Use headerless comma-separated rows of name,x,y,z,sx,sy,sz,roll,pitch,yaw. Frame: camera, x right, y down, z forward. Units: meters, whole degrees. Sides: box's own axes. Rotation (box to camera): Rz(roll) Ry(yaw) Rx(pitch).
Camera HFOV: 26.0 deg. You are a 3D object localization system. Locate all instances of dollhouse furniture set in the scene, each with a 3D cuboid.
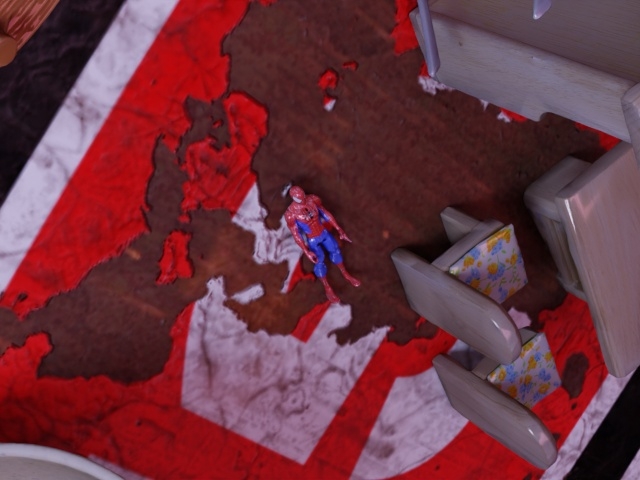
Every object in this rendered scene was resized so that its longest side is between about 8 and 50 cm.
dollhouse furniture set,0.266,-0.040,1.146,0.362,0.256,0.394,-38,128,-17

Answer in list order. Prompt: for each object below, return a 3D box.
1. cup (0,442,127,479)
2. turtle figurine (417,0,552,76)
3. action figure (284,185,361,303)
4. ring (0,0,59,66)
cup,-0.187,0.326,0.968,0.331,0.331,0.237,-51,158,-7
turtle figurine,0.103,-0.274,0.961,0.266,0.275,0.198,-52,165,-12
action figure,0.000,0.000,1.116,0.038,0.030,0.115,-37,126,-12
ring,-0.225,-0.195,0.765,0.336,0.032,0.336,-40,151,-29
